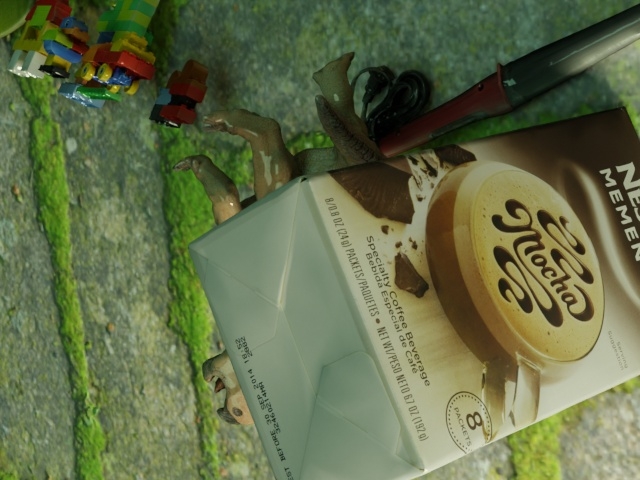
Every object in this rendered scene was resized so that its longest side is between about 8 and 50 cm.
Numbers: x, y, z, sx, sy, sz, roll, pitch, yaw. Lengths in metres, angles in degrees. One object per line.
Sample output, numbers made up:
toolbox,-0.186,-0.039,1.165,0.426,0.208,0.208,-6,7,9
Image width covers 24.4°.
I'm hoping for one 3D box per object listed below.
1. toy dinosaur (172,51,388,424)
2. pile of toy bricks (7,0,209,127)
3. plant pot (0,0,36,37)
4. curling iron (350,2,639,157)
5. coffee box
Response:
toy dinosaur,0.000,0.000,1.048,0.200,0.127,0.296,61,147,12
pile of toy bricks,-0.163,-0.166,1.216,0.212,0.118,0.105,14,80,56
plant pot,-0.390,-0.344,1.285,0.274,0.274,0.294,-17,71,42
curling iron,0.119,-0.115,1.005,0.274,0.035,0.068,-16,89,43
coffee box,0.090,0.032,0.886,0.119,0.297,0.168,-29,81,45
